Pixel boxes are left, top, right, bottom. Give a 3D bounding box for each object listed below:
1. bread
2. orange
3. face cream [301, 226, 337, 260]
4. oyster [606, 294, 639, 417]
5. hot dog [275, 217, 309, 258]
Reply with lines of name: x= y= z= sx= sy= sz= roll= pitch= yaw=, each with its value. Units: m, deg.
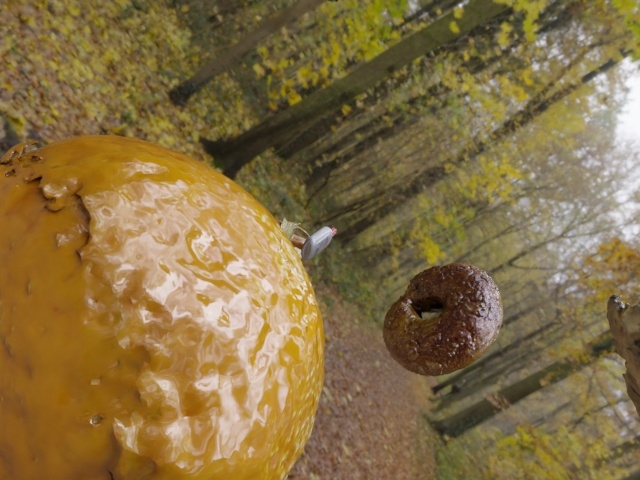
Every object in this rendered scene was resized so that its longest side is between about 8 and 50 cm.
bread: x=0.172 y=0.108 z=0.856 sx=0.064 sy=0.193 sz=0.193 roll=52 pitch=9 yaw=-34
orange: x=-0.154 y=0.093 z=0.477 sx=0.293 sy=0.340 sz=0.341 roll=11 pitch=46 yaw=-56
face cream: x=0.000 y=0.000 z=0.901 sx=0.021 sy=0.040 sz=0.083 roll=30 pitch=33 yaw=17
oyster: x=0.297 y=0.124 z=0.500 sx=0.132 sy=0.072 sz=0.209 roll=30 pitch=-10 yaw=39
hot dog: x=-0.143 y=-0.014 z=1.092 sx=0.109 sy=0.269 sz=0.072 roll=-66 pitch=169 yaw=-55
